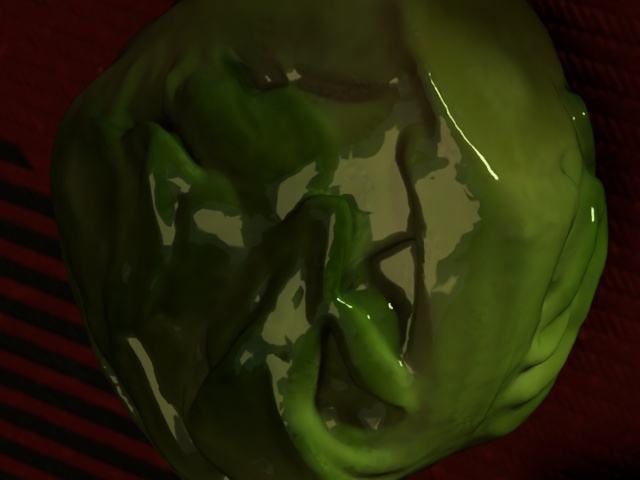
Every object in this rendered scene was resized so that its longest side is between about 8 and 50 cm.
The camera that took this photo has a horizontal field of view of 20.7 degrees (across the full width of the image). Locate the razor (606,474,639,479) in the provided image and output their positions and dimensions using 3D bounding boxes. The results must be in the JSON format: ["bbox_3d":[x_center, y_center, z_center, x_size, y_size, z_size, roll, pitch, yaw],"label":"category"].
[{"bbox_3d":[0.270,0.225,0.994,0.349,0.113,0.204,-7,110,27],"label":"razor"}]

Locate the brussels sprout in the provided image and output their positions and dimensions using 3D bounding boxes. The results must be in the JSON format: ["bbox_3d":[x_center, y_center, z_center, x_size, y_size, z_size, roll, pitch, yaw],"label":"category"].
[{"bbox_3d":[0.000,0.000,0.954,0.328,0.247,0.328,11,122,18],"label":"brussels sprout"}]
